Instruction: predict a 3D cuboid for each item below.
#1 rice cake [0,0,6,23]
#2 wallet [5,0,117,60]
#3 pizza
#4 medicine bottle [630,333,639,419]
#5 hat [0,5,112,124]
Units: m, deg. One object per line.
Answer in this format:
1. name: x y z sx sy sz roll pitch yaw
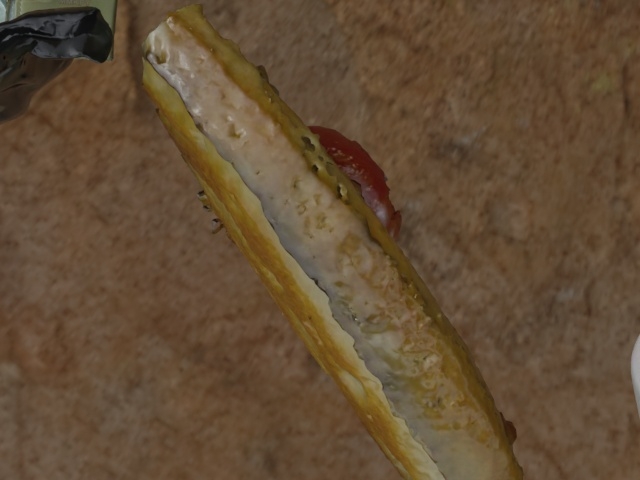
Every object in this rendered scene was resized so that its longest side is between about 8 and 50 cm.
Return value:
1. rice cake: -0.396 -0.308 1.756 0.245 0.042 0.045 60 142 10
2. wallet: -0.250 -0.254 1.421 0.110 0.039 0.155 0 106 -23
3. pizza: 0.000 0.000 1.176 0.130 0.406 0.440 -35 102 -5
4. medicine bottle: 0.267 0.152 0.860 0.139 0.139 0.237 -7 121 20
5. hat: -0.368 -0.087 1.048 0.366 0.382 0.257 20 154 11
